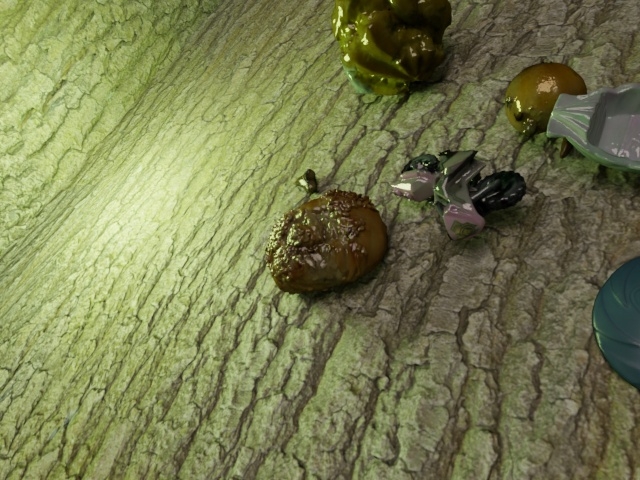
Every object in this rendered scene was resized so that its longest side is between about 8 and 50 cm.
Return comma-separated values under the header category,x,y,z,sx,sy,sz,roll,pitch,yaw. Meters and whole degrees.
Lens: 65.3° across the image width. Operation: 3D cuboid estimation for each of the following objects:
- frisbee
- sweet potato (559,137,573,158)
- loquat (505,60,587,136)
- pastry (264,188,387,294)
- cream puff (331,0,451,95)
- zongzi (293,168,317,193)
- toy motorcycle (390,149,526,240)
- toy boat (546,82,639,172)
category,x,y,z,sx,sy,sz,roll,pitch,yaw
frisbee,0.587,0.122,0.781,0.289,0.049,0.290,-18,48,21
sweet potato,0.550,-0.225,1.107,0.026,0.026,0.115,6,56,36
loquat,0.496,-0.312,1.118,0.172,0.149,0.205,11,59,49
pastry,0.000,0.000,1.187,0.310,0.162,0.255,-21,44,16
cream puff,0.218,-0.584,1.412,0.378,0.378,0.276,-36,44,3
zongzi,-0.049,-0.156,1.435,0.083,0.040,0.076,-28,50,28
toy motorcycle,0.277,-0.103,1.104,0.188,0.143,0.327,-50,38,-11
toy boat,0.604,-0.210,0.982,0.290,0.100,0.200,19,71,23
